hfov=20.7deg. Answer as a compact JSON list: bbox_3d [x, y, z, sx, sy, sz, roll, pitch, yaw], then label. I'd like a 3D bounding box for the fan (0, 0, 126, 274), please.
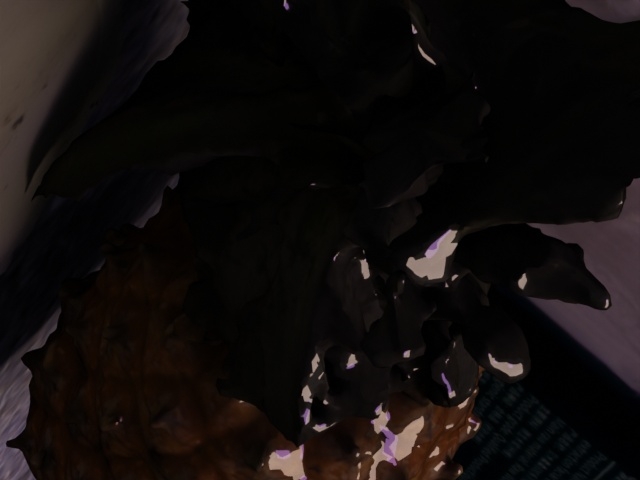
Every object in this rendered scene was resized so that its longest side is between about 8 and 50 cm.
[{"bbox_3d":[-0.139,0.022,0.369,0.233,0.012,0.415,-55,173,7],"label":"fan"}]

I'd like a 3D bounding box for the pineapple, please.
[{"bbox_3d":[-0.001,-0.003,0.510,0.165,0.165,0.364,-48,171,-32],"label":"pineapple"}]

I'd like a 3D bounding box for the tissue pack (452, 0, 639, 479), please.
[{"bbox_3d":[0.096,0.025,0.839,0.253,0.264,0.416,-44,168,-23],"label":"tissue pack"}]
